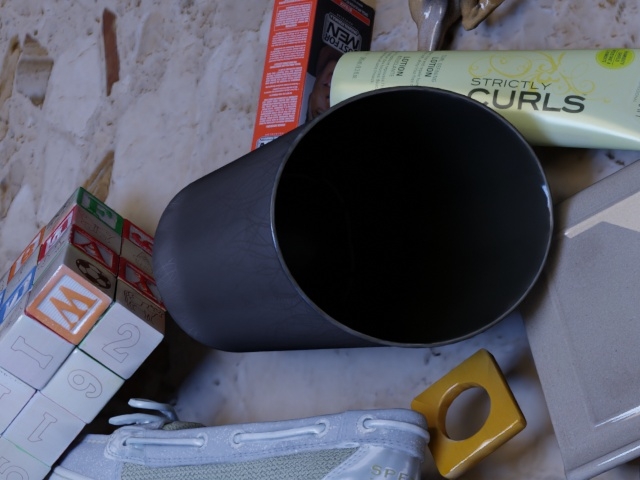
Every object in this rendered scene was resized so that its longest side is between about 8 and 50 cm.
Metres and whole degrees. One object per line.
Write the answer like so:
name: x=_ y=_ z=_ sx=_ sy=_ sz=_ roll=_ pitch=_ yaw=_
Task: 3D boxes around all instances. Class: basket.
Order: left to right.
basket: x=0.000 y=0.000 z=1.034 sx=0.227 sy=0.204 sz=0.154 roll=-14 pitch=85 yaw=57

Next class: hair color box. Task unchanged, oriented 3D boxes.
hair color box: x=-0.005 y=-0.112 z=1.160 sx=0.043 sy=0.072 sz=0.141 roll=-1 pitch=74 yaw=37

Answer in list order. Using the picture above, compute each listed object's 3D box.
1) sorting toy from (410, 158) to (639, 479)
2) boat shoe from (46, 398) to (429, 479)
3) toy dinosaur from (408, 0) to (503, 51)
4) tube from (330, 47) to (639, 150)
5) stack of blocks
sorting toy: x=0.207 y=0.035 z=0.959 sx=0.348 sy=0.047 sz=0.196 roll=-29 pitch=48 yaw=24
boat shoe: x=-0.059 y=0.155 z=1.069 sx=0.320 sy=0.118 sz=0.103 roll=-4 pitch=61 yaw=48
toy dinosaur: x=0.082 y=-0.161 z=1.133 sx=0.112 sy=0.064 sz=0.211 roll=160 pitch=118 yaw=-67
tube: x=0.125 y=-0.095 z=1.049 sx=0.240 sy=0.062 sz=0.070 roll=4 pitch=93 yaw=27
stack of blocks: x=-0.238 y=0.119 z=1.190 sx=0.297 sy=0.087 sz=0.171 roll=-49 pitch=17 yaw=13
